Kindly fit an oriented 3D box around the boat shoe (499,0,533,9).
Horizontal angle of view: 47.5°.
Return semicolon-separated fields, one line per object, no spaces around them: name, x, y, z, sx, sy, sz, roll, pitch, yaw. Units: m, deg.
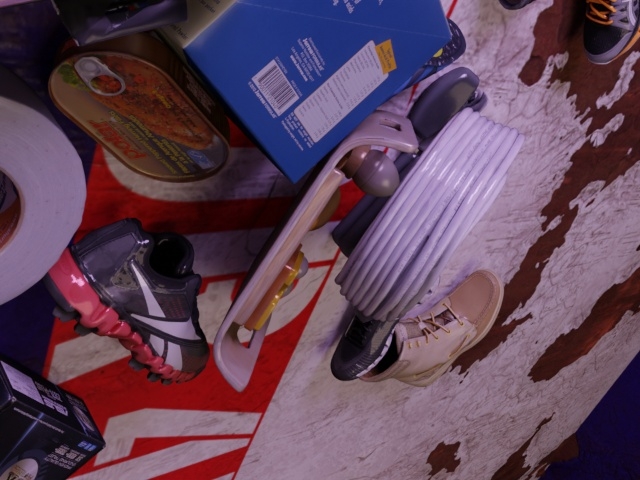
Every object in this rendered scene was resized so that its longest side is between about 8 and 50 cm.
boat shoe;0.221;-0.366;0.729;0.102;0.108;0.301;-36;152;-14

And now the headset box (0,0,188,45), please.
headset box;-0.135;-0.258;0.383;0.218;0.110;0.293;-23;120;-28

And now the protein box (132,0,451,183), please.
protein box;-0.024;-0.198;0.619;0.201;0.136;0.200;-43;146;-1

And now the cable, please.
cable;0.117;-0.027;0.796;0.257;0.089;0.257;-54;174;2

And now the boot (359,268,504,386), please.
boot;0.188;0.148;1.252;0.203;0.095;0.262;16;119;-51

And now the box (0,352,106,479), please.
box;-0.348;0.218;0.783;0.147;0.077;0.180;-39;146;-7

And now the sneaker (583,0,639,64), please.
sneaker;0.384;-0.336;0.949;0.083;0.084;0.215;-16;127;-32

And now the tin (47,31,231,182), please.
tin;-0.151;-0.111;0.629;0.106;0.040;0.190;-15;150;16

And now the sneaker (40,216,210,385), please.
sneaker;-0.172;0.067;0.783;0.135;0.098;0.276;-39;144;-4

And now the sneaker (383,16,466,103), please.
sneaker;0.074;-0.192;0.806;0.209;0.069;0.082;-32;178;-32

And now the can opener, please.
can opener;0.110;-0.097;0.942;0.093;0.074;0.280;35;100;-21

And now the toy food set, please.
toy food set;0.000;0.000;0.788;0.306;0.092;0.220;-56;-174;16

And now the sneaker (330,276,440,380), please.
sneaker;0.082;0.113;1.121;0.234;0.078;0.106;-50;143;2

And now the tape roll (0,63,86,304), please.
tape roll;-0.301;-0.036;0.565;0.219;0.072;0.219;-27;142;-23
